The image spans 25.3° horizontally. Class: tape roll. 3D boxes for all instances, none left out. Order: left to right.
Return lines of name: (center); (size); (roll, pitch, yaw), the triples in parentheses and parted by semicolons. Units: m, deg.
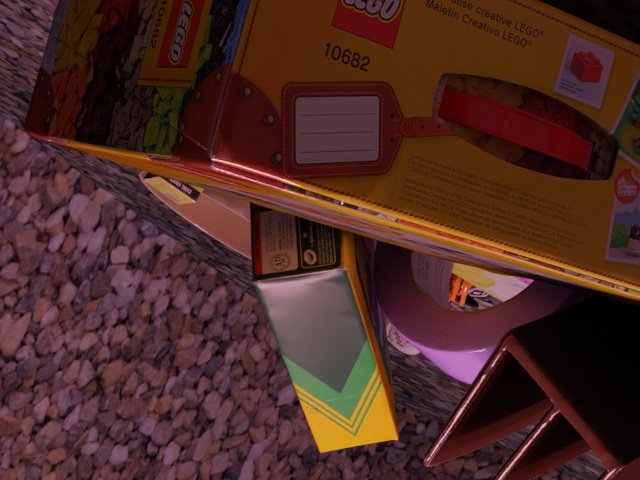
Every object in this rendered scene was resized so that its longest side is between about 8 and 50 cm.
tape roll: (0.194, 0.013, 1.509); (0.274, 0.275, 0.090); (20, 164, 45)

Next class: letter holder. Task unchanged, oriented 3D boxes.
letter holder: (0.272, 0.166, 1.354); (0.152, 0.301, 0.214); (51, 134, 24)

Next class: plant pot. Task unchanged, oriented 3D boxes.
plant pot: (-0.083, -0.097, 1.985); (0.284, 0.191, 0.284); (29, 169, 6)

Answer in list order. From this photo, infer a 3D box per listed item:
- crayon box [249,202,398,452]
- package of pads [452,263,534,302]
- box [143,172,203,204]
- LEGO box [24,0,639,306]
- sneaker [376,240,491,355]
crayon box: (0.000, 0.000, 1.610); (0.106, 0.363, 0.313); (-10, 138, 6)
package of pads: (0.208, -0.012, 1.817); (0.296, 0.101, 0.229); (31, 169, -1)
box: (-0.121, -0.155, 1.711); (0.058, 0.232, 0.087); (34, 168, -16)
LEGO box: (0.059, -0.102, 1.198); (0.500, 0.193, 0.372); (16, 178, -32)
sneaker: (0.178, 0.059, 2.003); (0.180, 0.125, 0.321); (18, -149, -17)
